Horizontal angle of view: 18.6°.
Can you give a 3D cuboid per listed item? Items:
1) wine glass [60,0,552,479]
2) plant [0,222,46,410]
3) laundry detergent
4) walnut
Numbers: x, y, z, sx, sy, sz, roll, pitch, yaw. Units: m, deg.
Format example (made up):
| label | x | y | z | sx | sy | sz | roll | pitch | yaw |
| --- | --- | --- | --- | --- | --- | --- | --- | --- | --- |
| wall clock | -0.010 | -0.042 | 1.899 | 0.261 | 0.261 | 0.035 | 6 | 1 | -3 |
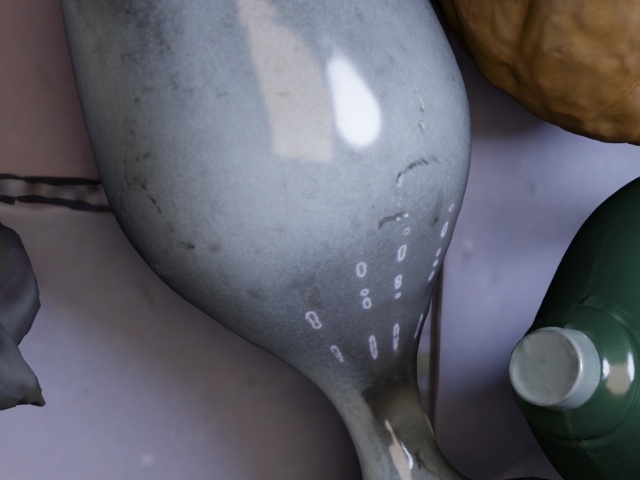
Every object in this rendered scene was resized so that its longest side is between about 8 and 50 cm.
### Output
| label | x | y | z | sx | sy | sz | roll | pitch | yaw |
| --- | --- | --- | --- | --- | --- | --- | --- | --- | --- |
| wine glass | 0.000 | 0.000 | 0.640 | 0.126 | 0.126 | 0.241 | -22 | 98 | -13 |
| plant | -0.213 | 0.051 | 0.558 | 0.276 | 0.199 | 0.188 | -23 | 101 | -9 |
| laundry detergent | 0.117 | 0.038 | 0.638 | 0.211 | 0.063 | 0.137 | 16 | 74 | -56 |
| walnut | 0.099 | -0.122 | 0.647 | 0.144 | 0.144 | 0.180 | -9 | 132 | -14 |
